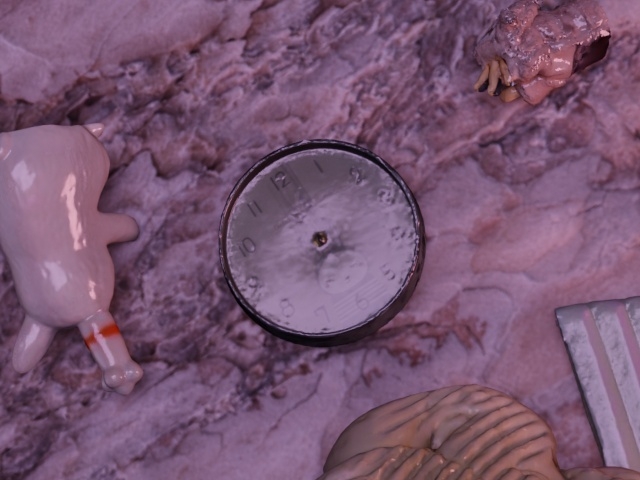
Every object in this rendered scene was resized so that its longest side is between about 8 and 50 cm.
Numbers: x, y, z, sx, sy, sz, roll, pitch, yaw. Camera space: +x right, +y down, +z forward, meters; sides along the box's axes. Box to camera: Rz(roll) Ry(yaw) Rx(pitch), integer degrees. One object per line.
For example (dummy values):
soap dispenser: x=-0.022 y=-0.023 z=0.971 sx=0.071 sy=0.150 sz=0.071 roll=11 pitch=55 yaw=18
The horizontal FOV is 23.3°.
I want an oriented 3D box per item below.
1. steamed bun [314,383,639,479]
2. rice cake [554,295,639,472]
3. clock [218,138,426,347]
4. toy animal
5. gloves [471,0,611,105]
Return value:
steamed bun: x=0.141 y=0.313 z=1.382 sx=0.352 sy=0.339 sz=0.247 roll=17 pitch=123 yaw=15
rice cake: x=0.338 y=0.146 z=1.515 sx=0.189 sy=0.037 sz=0.198 roll=-9 pitch=76 yaw=5
clock: x=0.000 y=0.000 z=1.586 sx=0.215 sy=0.042 sz=0.215 roll=-2 pitch=77 yaw=7
toy animal: x=-0.262 y=0.019 z=1.578 sx=0.141 sy=0.138 sz=0.282 roll=-14 pitch=99 yaw=12
gloves: x=0.221 y=-0.201 z=1.580 sx=0.144 sy=0.110 sz=0.094 roll=-9 pitch=65 yaw=-25
